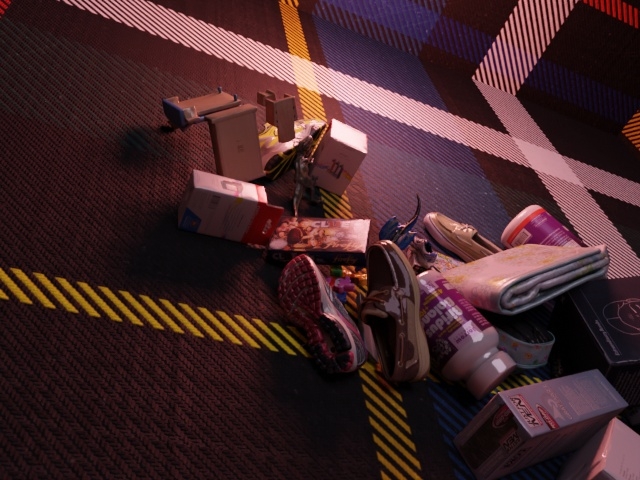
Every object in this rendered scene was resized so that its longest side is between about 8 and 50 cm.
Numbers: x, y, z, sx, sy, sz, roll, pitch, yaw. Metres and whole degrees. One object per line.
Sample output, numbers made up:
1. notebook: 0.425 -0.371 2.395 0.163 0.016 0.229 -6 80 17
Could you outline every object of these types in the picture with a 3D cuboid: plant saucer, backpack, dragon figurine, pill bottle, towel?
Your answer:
1. plant saucer: 0.110 0.207 1.534 0.067 0.018 0.192 52 20 -31
2. backpack: 0.492 0.259 1.642 0.165 0.145 0.188 0 15 -40
3. dragon figurine: 0.206 -0.007 1.753 0.085 0.289 0.144 39 -4 11
4. pill bottle: 0.319 0.228 1.548 0.169 0.169 0.301 -13 51 -45
5. towel: 0.525 0.097 1.719 0.374 0.090 0.320 -16 7 -20
6. pill bottle: 0.768 0.045 2.117 0.181 0.182 0.323 -14 53 -47

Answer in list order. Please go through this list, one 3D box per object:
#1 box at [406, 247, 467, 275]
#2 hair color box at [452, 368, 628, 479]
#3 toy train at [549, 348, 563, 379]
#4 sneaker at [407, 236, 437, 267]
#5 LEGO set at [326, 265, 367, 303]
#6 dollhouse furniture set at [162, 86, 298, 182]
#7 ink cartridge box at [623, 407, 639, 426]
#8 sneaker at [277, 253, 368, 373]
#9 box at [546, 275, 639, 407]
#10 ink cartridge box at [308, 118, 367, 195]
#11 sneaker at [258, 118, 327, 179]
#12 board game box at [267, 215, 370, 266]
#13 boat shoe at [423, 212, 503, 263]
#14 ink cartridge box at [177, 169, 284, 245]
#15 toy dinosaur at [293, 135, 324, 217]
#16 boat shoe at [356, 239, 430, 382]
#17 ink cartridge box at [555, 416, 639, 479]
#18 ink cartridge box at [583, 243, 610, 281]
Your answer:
1. box: 0.355 0.083 1.890 0.206 0.036 0.114 21 34 -12
2. hair color box: 0.493 0.405 1.425 0.374 0.185 0.114 -1 44 -38
3. toy train: 0.648 0.352 1.756 0.036 0.027 0.158 32 33 -2
4. sneaker: 0.294 0.015 1.847 0.052 0.058 0.135 -2 43 -38
5. LEGO set: 0.073 0.091 1.608 0.093 0.087 0.227 2 33 9
6. dollhouse furniture set: -0.261 -0.317 1.844 0.286 0.198 0.303 -22 34 -28
7. ink cartridge box: 0.904 0.432 1.808 0.165 0.065 0.333 15 35 -20
8. sneaker: 0.001 0.168 1.452 0.112 0.121 0.299 13 44 -55
9. box: 0.877 0.269 1.746 0.395 0.212 0.294 -5 41 -5
10. ink cartridge box: 0.050 -0.255 1.989 0.127 0.176 0.128 23 34 -14
11. sneaker: -0.104 -0.321 1.994 0.147 0.145 0.384 36 32 9
12. board game box: 0.000 0.000 1.637 0.243 0.042 0.165 2 32 8
13. boat shoe: 0.463 -0.002 2.031 0.302 0.094 0.109 40 35 17
14. ink cartridge box: -0.221 -0.076 1.584 0.231 0.134 0.078 13 35 -24
15. toy dinosaur: -0.042 -0.168 1.877 0.118 0.064 0.268 32 55 -51
16. boat shoe: 0.152 0.159 1.479 0.123 0.123 0.342 3 70 -37
17. ink cartridge box: 0.647 0.557 1.326 0.270 0.198 0.197 39 35 13
18. ink cartridge box: 0.679 0.108 1.888 0.261 0.296 0.066 -36 108 -55
